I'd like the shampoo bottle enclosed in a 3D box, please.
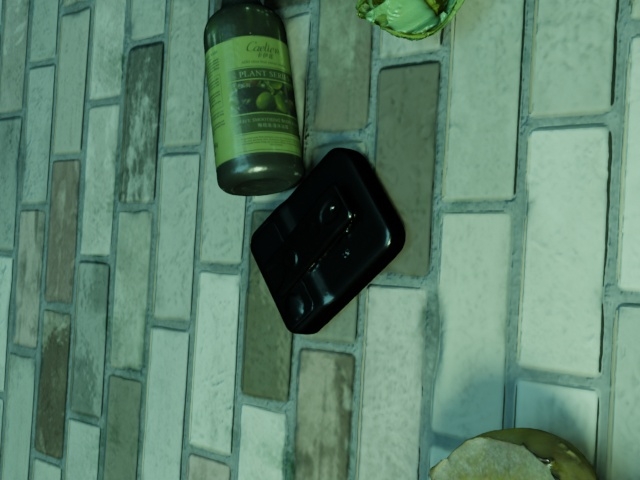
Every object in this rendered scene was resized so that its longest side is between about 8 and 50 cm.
[{"bbox_3d":[-0.084,-0.198,1.176,0.101,0.101,0.284,-19,73,44],"label":"shampoo bottle"}]

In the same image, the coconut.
[{"bbox_3d":[0.097,-0.267,1.026,0.133,0.055,0.158,-40,58,38],"label":"coconut"}]

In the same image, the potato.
[{"bbox_3d":[0.161,0.255,0.889,0.243,0.098,0.138,-59,46,33],"label":"potato"}]

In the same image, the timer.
[{"bbox_3d":[0.000,0.000,1.105,0.187,0.055,0.144,-47,55,32],"label":"timer"}]
